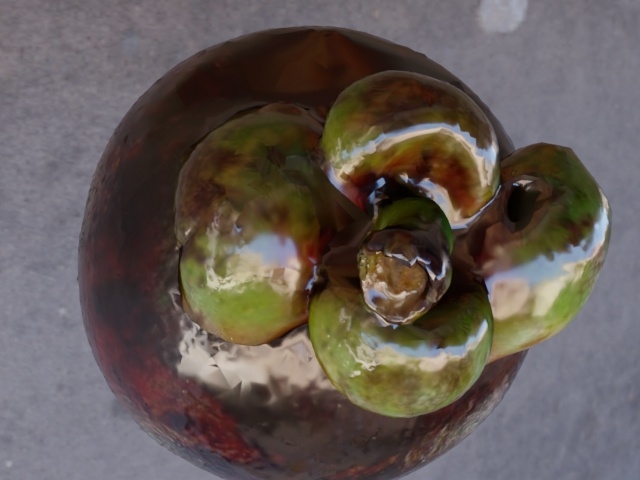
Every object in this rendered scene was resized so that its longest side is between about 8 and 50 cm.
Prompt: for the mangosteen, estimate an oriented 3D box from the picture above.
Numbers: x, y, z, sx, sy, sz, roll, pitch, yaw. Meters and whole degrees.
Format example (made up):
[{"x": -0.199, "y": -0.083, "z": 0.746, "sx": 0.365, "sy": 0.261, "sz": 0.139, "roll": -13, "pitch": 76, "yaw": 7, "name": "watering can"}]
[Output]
[{"x": -0.001, "y": 0.011, "z": 0.662, "sx": 0.311, "sy": 0.311, "sz": 0.311, "roll": -21, "pitch": 117, "yaw": -49, "name": "mangosteen"}]
